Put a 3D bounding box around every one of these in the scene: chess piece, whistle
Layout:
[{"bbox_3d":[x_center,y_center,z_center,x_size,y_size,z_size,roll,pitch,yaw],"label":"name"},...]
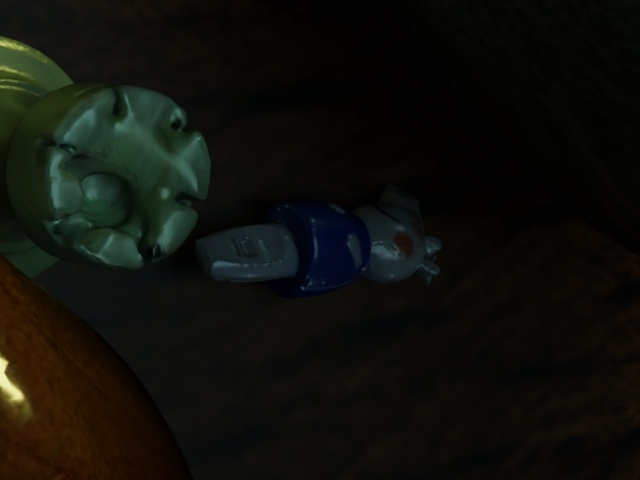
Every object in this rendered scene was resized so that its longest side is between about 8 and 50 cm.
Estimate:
[{"bbox_3d":[-0.068,-0.017,0.474,0.067,0.103,0.067,-3,96,-33],"label":"chess piece"},{"bbox_3d":[0.000,0.000,0.565,0.083,0.029,0.033,-5,60,-37],"label":"whistle"}]

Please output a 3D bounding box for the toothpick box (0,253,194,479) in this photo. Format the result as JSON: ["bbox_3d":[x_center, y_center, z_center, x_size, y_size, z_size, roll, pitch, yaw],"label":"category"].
[{"bbox_3d":[-0.165,0.099,0.381,0.294,0.192,0.192,-12,101,-25],"label":"toothpick box"}]

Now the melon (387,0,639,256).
[{"bbox_3d":[0.127,-0.118,0.506,0.329,0.248,0.248,44,71,-20],"label":"melon"}]
